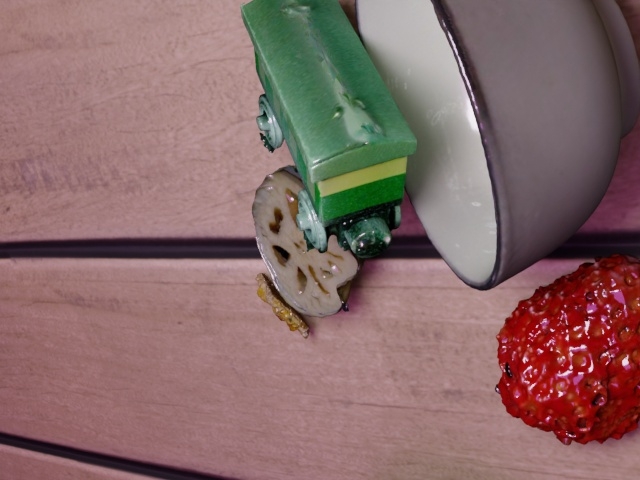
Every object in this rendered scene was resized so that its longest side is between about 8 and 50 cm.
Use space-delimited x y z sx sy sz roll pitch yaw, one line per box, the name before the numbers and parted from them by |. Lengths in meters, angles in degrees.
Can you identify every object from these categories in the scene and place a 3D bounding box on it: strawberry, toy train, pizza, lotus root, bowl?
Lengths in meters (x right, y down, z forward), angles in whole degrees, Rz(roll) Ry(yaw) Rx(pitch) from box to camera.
strawberry | 0.283 0.129 0.917 0.190 0.111 0.236 35 125 22
toy train | 0.005 -0.130 0.923 0.202 0.120 0.300 88 163 -53
pizza | -0.064 0.085 1.156 0.026 0.108 0.123 -42 70 -1
lotus root | -0.002 -0.004 1.090 0.183 0.078 0.203 -24 90 51
bowl | 0.175 -0.148 0.789 0.185 0.354 0.353 -20 99 -5
